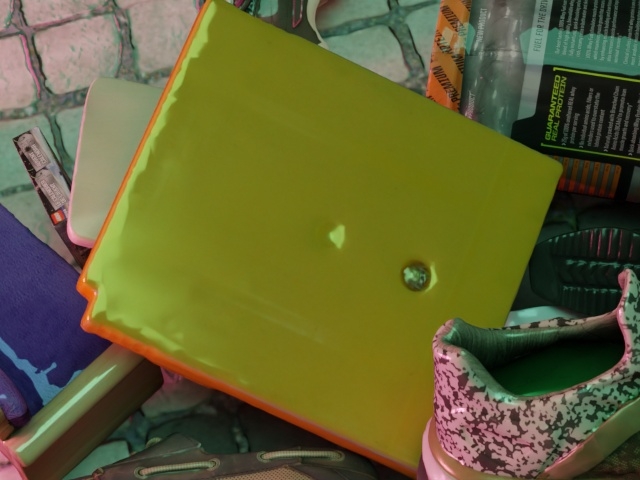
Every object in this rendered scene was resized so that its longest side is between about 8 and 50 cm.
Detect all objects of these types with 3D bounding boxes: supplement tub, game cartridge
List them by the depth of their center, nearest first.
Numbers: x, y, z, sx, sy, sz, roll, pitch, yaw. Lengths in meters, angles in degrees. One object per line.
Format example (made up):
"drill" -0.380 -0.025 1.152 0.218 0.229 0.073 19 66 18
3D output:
"game cartridge" 0.000 0.000 1.484 0.323 0.052 0.285 25 74 -7
"supplement tub" 0.253 -0.131 1.609 0.316 0.193 0.194 10 63 5

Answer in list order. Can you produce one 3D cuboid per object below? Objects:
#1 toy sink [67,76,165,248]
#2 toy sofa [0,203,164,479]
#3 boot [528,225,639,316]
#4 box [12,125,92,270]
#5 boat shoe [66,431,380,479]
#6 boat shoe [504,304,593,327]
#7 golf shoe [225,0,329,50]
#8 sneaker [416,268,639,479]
"toy sink" -0.097 -0.021 1.571 0.234 0.131 0.153 10 62 -12
"toy sofa" -0.303 0.023 1.550 0.362 0.177 0.150 41 71 20
"boot" 0.272 0.018 1.581 0.197 0.137 0.077 1 98 4
"box" -0.214 -0.026 1.594 0.027 0.137 0.094 -28 65 -4
"boat shoe" -0.114 0.229 1.486 0.355 0.132 0.130 0 37 6
"boat shoe" 0.121 0.106 1.560 0.228 0.080 0.076 -12 84 -10
"golf shoe" -0.024 -0.281 1.758 0.120 0.105 0.273 19 70 -7
"sneaker" 0.259 0.100 1.333 0.410 0.182 0.158 -10 42 6
